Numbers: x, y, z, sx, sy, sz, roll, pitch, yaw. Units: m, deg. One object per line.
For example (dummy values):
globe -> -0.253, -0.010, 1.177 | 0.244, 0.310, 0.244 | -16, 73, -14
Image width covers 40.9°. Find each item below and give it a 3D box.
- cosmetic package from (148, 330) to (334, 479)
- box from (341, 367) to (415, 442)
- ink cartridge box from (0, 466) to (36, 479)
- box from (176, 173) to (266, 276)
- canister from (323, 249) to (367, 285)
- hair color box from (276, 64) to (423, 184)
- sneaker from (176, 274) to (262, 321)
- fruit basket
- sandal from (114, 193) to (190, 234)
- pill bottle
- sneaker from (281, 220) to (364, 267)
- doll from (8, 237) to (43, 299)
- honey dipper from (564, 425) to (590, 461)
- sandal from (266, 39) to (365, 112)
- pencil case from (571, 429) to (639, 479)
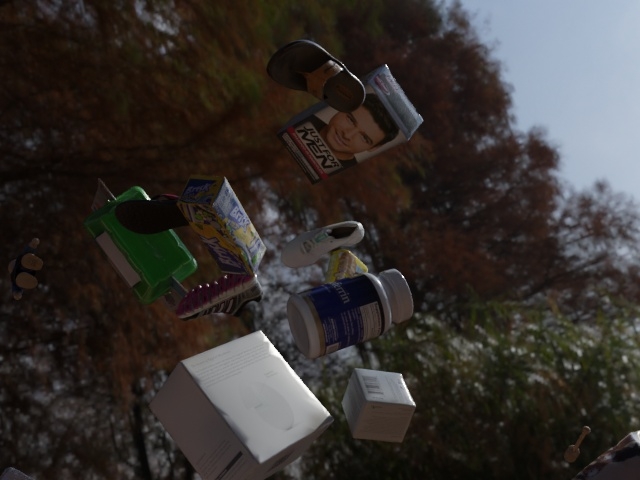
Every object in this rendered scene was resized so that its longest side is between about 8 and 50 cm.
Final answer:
cosmetic package -> -0.141, 0.308, 1.533 | 0.224, 0.225, 0.138 | -15, -31, -53
box -> 0.104, 0.300, 1.561 | 0.101, 0.101, 0.087 | 10, -65, -17
ink cartridge box -> -0.389, 0.457, 1.257 | 0.197, 0.114, 0.273 | 27, -31, 6
box -> -0.137, -0.019, 1.215 | 0.059, 0.054, 0.169 | 5, -35, 25
canister -> 0.064, 0.124, 2.329 | 0.073, 0.170, 0.126 | -21, -50, 38
hair color box -> 0.073, -0.308, 2.341 | 0.374, 0.185, 0.114 | -22, 21, 44
sneaker -> -0.176, 0.110, 1.533 | 0.170, 0.063, 0.075 | -27, -54, 11
fruit basket -> -0.422, 0.029, 1.942 | 0.165, 0.327, 0.353 | -38, 5, -25
sandal -> -0.256, -0.051, 1.452 | 0.179, 0.040, 0.067 | -5, -52, -8
pill bottle -> 0.069, 0.161, 1.956 | 0.264, 0.153, 0.153 | -17, -18, -20
sneaker -> 0.000, 0.000, 2.054 | 0.212, 0.080, 0.094 | -24, -9, 2
doll -> -0.592, 0.055, 1.718 | 0.046, 0.129, 0.189 | 19, -9, -25
honey dipper -> 0.613, 0.482, 2.035 | 0.030, 0.030, 0.161 | -13, -35, -11
sandal -> 0.004, -0.267, 1.450 | 0.219, 0.060, 0.090 | 26, -73, -45
pencil case -> 0.262, 0.396, 0.925 | 0.410, 0.183, 0.160 | -43, -54, 5
